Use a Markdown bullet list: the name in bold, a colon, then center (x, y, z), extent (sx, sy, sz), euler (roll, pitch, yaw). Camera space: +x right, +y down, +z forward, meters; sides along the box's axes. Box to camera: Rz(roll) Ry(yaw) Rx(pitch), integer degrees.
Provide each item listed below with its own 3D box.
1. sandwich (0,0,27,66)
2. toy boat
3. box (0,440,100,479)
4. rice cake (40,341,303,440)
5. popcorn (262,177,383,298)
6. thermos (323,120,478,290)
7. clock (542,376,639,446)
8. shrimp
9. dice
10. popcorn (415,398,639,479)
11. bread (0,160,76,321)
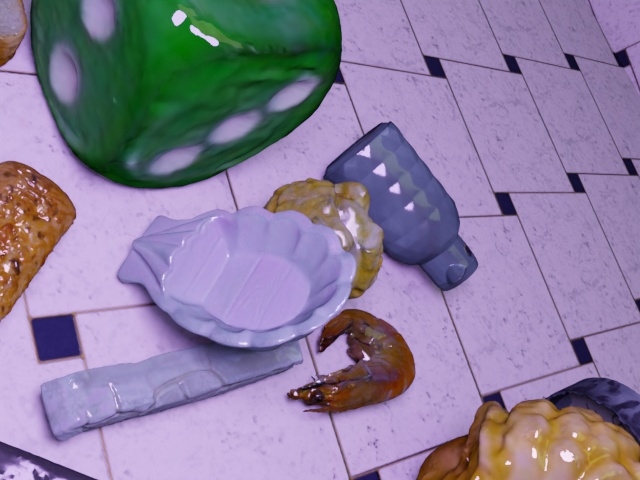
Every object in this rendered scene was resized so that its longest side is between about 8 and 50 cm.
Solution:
- **sandwich**: center (-0.457, -0.331, 0.911), extent (0.186, 0.065, 0.215), euler (14, 58, -35)
- **toy boat**: center (-0.097, 0.052, 0.899), extent (0.290, 0.100, 0.199), euler (16, 53, 20)
- **box**: center (-0.312, 0.274, 0.522), extent (0.345, 0.204, 0.251), euler (26, 48, -7)
- **rice cake**: center (-0.164, 0.161, 0.878), extent (0.336, 0.063, 0.066), euler (-10, 65, -43)
- **popcorn**: center (0.001, -0.001, 1.040), extent (0.187, 0.167, 0.186), euler (22, 47, -36)
- **thermos**: center (0.143, -0.048, 1.224), extent (0.286, 0.145, 0.182), euler (51, 11, -8)
- **clock**: center (0.428, 0.362, 1.103), extent (0.061, 0.312, 0.313), euler (-10, 71, -21)
- **shrimp**: center (0.046, 0.175, 1.056), extent (0.248, 0.068, 0.150), euler (-18, 66, -50)
- **dice**: center (-0.175, -0.256, 0.947), extent (0.297, 0.300, 0.287), euler (-20, 76, -44)
- **popcorn**: center (0.280, 0.373, 0.981), extent (0.349, 0.348, 0.381), euler (64, 6, 9)
- **bread**: center (-0.352, 0.011, 0.790), extent (0.114, 0.083, 0.211), euler (39, 47, -22)
